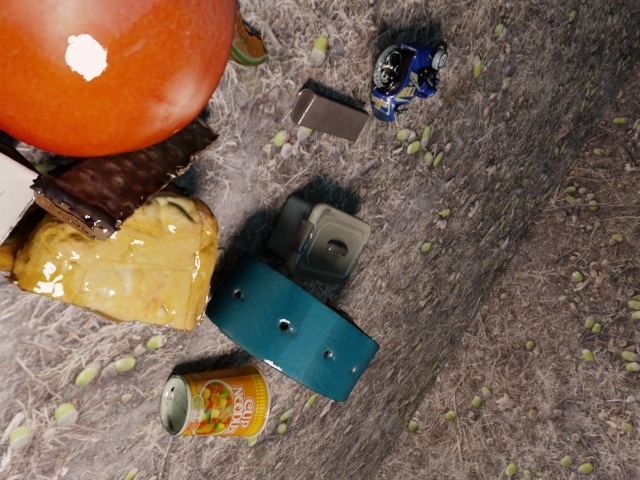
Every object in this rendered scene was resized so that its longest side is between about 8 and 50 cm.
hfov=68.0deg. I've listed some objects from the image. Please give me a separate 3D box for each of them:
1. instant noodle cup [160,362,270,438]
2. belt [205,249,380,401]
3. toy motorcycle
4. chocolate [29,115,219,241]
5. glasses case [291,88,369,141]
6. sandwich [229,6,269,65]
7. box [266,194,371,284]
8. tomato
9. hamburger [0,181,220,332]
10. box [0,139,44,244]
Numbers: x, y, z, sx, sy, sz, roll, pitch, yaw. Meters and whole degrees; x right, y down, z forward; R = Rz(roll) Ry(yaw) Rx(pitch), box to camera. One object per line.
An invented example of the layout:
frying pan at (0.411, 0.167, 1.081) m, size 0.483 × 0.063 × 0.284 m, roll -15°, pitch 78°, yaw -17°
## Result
instant noodle cup at (-0.228, 0.341, 1.002) m, size 0.184 × 0.168 × 0.169 m, roll 14°, pitch 103°, yaw -43°
belt at (-0.044, 0.184, 0.971) m, size 0.173 × 0.300 × 0.436 m, roll -56°, pitch 148°, yaw -4°
toy motorcycle at (0.192, -0.354, 1.046) m, size 0.315 × 0.113 × 0.169 m, roll -29°, pitch 146°, yaw -46°
chocolate at (-0.229, -0.102, 0.617) m, size 0.065 × 0.102 × 0.329 m, roll -50°, pitch -170°, yaw 32°
glasses case at (0.023, -0.252, 0.967) m, size 0.190 × 0.042 × 0.072 m, roll 1°, pitch 121°, yaw -50°
sandwich at (-0.127, -0.318, 0.752) m, size 0.067 × 0.029 × 0.135 m, roll -59°, pitch 145°, yaw 1°
box at (0.000, 0.000, 1.044) m, size 0.227 × 0.130 × 0.162 m, roll 18°, pitch 100°, yaw -54°
tomato at (-0.226, -0.243, 0.443) m, size 0.321 × 0.321 × 0.322 m, roll -29°, pitch 134°, yaw -35°
hamburger at (-0.267, 0.002, 0.701) m, size 0.330 × 0.162 × 0.209 m, roll 33°, pitch 85°, yaw -52°
box at (-0.526, -0.030, 0.402) m, size 0.345 × 0.122 × 0.385 m, roll -55°, pitch 144°, yaw -6°
